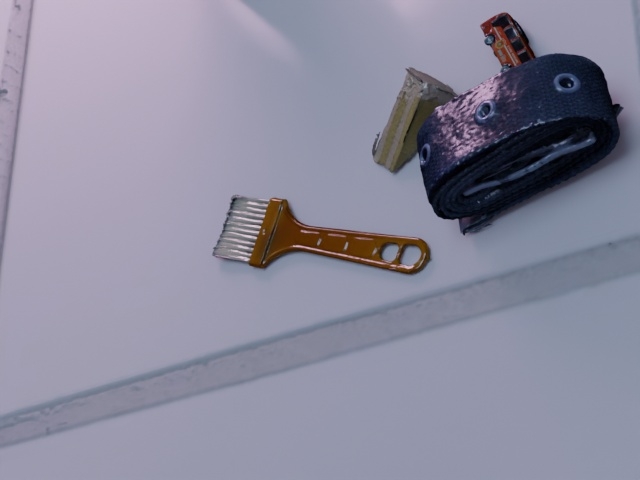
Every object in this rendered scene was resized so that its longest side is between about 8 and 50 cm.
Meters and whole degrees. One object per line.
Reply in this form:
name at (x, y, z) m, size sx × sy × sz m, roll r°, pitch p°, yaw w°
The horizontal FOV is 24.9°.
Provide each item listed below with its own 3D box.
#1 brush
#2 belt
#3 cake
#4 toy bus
brush at (0.000, 0.000, 1.672) m, size 0.314 × 0.017 × 0.090 m, roll 9°, pitch 75°, yaw 40°
belt at (0.198, -0.117, 1.504) m, size 0.218 × 0.122 × 0.128 m, roll -26°, pitch 50°, yaw 27°
cake at (0.106, -0.131, 1.649) m, size 0.052 × 0.065 × 0.121 m, roll 49°, pitch 123°, yaw 43°
toy bus at (0.214, -0.206, 1.602) m, size 0.043 × 0.031 × 0.110 m, roll -34°, pitch 52°, yaw 16°
